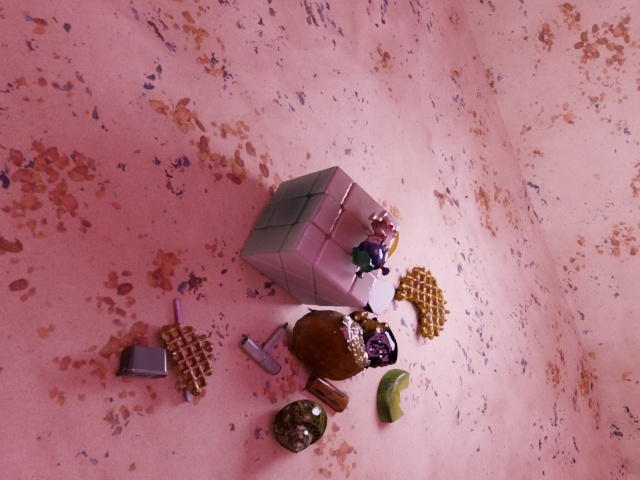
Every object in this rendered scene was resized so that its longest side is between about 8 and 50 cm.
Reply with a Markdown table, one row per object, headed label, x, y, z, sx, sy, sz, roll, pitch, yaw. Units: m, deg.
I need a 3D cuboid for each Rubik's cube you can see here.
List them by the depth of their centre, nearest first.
| label | x | y | z | sx | sy | sz | roll | pitch | yaw |
| --- | --- | --- | --- | --- | --- | --- | --- | --- | --- |
| Rubik's cube | 0.000 | 0.000 | 1.700 | 0.318 | 0.321 | 0.316 | 40 | 62 | -28 |

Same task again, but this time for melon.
| label | x | y | z | sx | sy | sz | roll | pitch | yaw |
| --- | --- | --- | --- | --- | --- | --- | --- | --- | --- |
| melon | 0.273 | 0.576 | 2.009 | 0.118 | 0.064 | 0.210 | 29 | 62 | -41 |

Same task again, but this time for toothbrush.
| label | x | y | z | sx | sy | sz | roll | pitch | yaw |
| --- | --- | --- | --- | --- | --- | --- | --- | --- | --- |
| toothbrush | -0.382 | 0.303 | 1.490 | 0.020 | 0.025 | 0.287 | -1 | 78 | -41 |

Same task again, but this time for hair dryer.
| label | x | y | z | sx | sy | sz | roll | pitch | yaw |
| --- | --- | --- | --- | --- | --- | --- | --- | --- | --- |
| hair dryer | -0.159 | 0.304 | 1.693 | 0.155 | 0.044 | 0.183 | 48 | 46 | -25 |

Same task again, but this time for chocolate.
| label | x | y | z | sx | sy | sz | roll | pitch | yaw |
| --- | --- | --- | --- | --- | --- | --- | --- | --- | --- |
| chocolate | 0.195 | 0.209 | 2.023 | 0.125 | 0.080 | 0.149 | 38 | 61 | -16 |

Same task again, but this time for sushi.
| label | x | y | z | sx | sy | sz | roll | pitch | yaw |
| --- | --- | --- | --- | --- | --- | --- | --- | --- | --- |
| sushi | 0.147 | 0.338 | 1.861 | 0.213 | 0.200 | 0.204 | -8 | 85 | -17 |

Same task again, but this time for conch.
| label | x | y | z | sx | sy | sz | roll | pitch | yaw |
| --- | --- | --- | --- | --- | --- | --- | --- | --- | --- |
| conch | -0.053 | 0.576 | 1.656 | 0.181 | 0.124 | 0.187 | -51 | 122 | -36 |

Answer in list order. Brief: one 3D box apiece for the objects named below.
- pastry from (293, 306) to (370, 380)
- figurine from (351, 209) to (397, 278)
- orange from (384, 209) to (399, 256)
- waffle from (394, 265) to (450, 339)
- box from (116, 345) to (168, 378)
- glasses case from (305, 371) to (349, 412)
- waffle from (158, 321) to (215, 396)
| label | x | y | z | sx | sy | sz | roll | pitch | yaw |
| --- | --- | --- | --- | --- | --- | --- | --- | --- | --- |
| pastry | 0.029 | 0.331 | 1.725 | 0.121 | 0.235 | 0.257 | -42 | 112 | -51 |
| figurine | 0.163 | 0.015 | 1.555 | 0.102 | 0.111 | 0.195 | 47 | 58 | -24 |
| orange | 0.191 | -0.023 | 2.011 | 0.219 | 0.193 | 0.220 | -1 | 92 | -31 |
| waffle | 0.430 | 0.249 | 2.244 | 0.293 | 0.069 | 0.260 | 57 | 45 | -12 |
| box | -0.453 | 0.313 | 1.380 | 0.122 | 0.084 | 0.069 | 18 | 59 | -40 |
| glasses case | 0.026 | 0.509 | 1.805 | 0.170 | 0.041 | 0.065 | 44 | 53 | -27 |
| waffle | -0.367 | 0.313 | 1.452 | 0.192 | 0.046 | 0.161 | 37 | 55 | -26 |
